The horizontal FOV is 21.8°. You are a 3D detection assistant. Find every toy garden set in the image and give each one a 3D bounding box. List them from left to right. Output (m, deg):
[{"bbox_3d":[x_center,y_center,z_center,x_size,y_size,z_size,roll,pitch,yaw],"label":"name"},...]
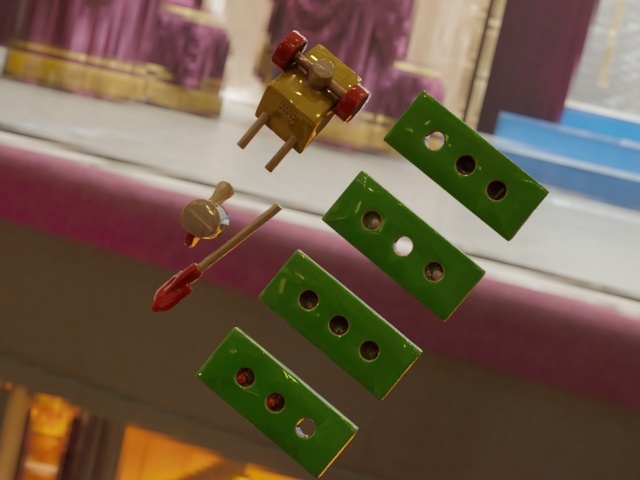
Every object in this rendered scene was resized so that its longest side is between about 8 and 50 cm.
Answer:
[{"bbox_3d":[0.000,0.000,1.124,0.204,0.244,0.049,40,5,8],"label":"toy garden set"}]
